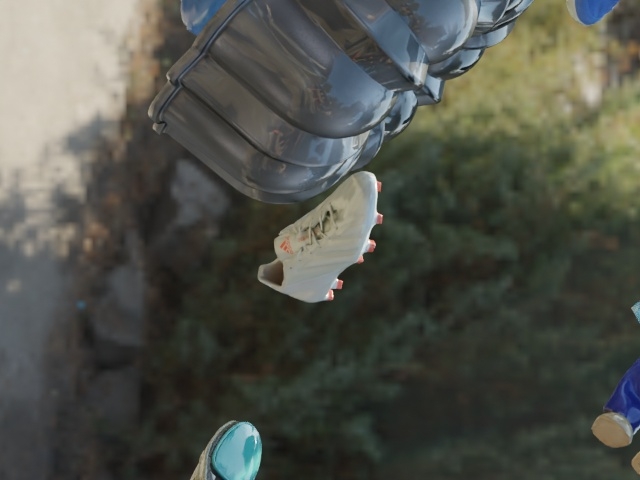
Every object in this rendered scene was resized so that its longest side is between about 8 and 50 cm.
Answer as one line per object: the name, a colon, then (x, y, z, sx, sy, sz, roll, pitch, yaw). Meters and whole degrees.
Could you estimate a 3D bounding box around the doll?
doll: (0.280, 0.089, 1.348, 0.189, 0.129, 0.046, -47, 173, -23)

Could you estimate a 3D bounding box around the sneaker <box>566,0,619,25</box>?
sneaker: (0.280, -0.251, 1.675, 0.058, 0.084, 0.152, 11, 113, -38)

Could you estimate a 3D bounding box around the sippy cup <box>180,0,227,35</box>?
sippy cup: (-0.011, -0.254, 1.859, 0.305, 0.224, 0.240, -6, -111, 66)

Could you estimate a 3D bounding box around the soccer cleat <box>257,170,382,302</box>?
soccer cleat: (0.000, 0.000, 1.726, 0.196, 0.076, 0.068, 122, -26, -54)

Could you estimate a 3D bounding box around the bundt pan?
bundt pan: (0.040, -0.149, 1.343, 0.124, 0.331, 0.331, 47, 22, 4)

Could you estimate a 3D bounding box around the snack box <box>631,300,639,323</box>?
snack box: (0.442, 0.109, 2.028, 0.187, 0.060, 0.322, 61, 26, 2)

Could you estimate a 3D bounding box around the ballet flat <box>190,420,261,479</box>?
ballet flat: (-0.096, 0.217, 1.603, 0.057, 0.052, 0.168, 51, 31, -20)
